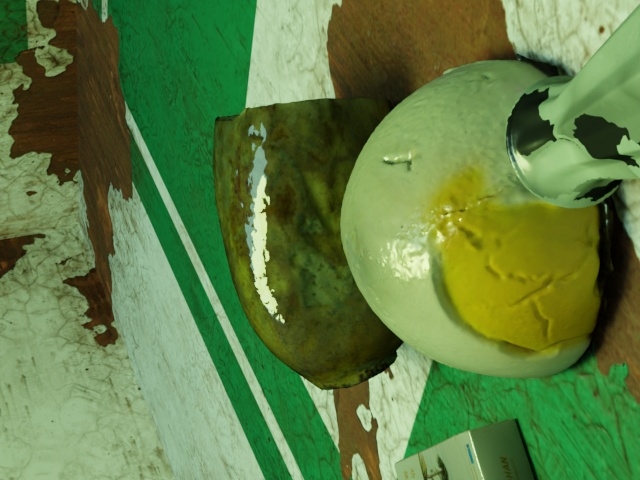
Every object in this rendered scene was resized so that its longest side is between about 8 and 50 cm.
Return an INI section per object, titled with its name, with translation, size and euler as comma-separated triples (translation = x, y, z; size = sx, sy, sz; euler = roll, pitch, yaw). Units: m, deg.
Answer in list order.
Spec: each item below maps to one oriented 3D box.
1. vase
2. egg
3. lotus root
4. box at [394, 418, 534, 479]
[vase]
translation = 0.250, -0.107, 0.768
size = 0.360, 0.165, 0.165
euler = 153, 105, -75
[egg]
translation = 0.120, -0.010, 1.082
size = 0.337, 0.201, 0.337
euler = 172, 90, -69
[lotus root]
translation = 0.000, 0.000, 1.341
size = 0.250, 0.250, 0.346
euler = 174, 82, -68
[box]
translation = 0.170, 0.301, 1.277
size = 0.233, 0.067, 0.149
euler = 132, 123, -64
